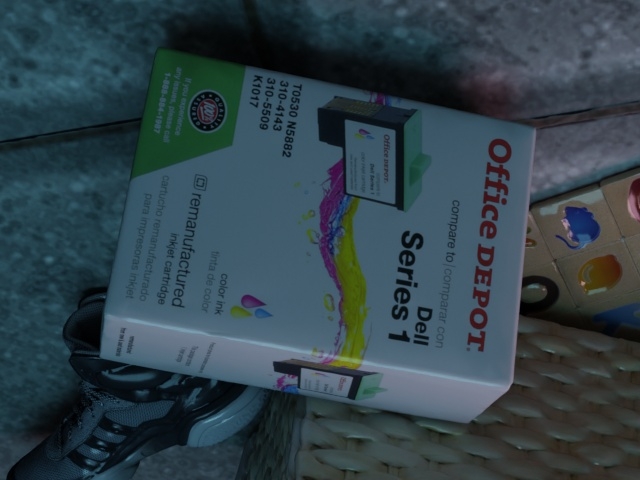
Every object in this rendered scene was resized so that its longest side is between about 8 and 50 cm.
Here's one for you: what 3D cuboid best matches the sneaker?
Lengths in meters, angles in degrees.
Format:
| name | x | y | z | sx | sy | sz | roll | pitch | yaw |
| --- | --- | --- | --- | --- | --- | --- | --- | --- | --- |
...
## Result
| name | x | y | z | sx | sy | sz | roll | pitch | yaw |
| --- | --- | --- | --- | --- | --- | --- | --- | --- | --- |
| sneaker | -0.187 | 0.131 | 1.257 | 0.269 | 0.101 | 0.153 | -28 | 123 | 17 |

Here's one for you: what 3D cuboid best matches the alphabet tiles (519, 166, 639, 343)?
| name | x | y | z | sx | sy | sz | roll | pitch | yaw |
| --- | --- | --- | --- | --- | --- | --- | --- | --- | --- |
| alphabet tiles | 0.224 | 0.072 | 1.246 | 0.343 | 0.011 | 0.285 | -19 | 127 | 18 |

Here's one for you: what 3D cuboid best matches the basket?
| name | x | y | z | sx | sy | sz | roll | pitch | yaw |
| --- | --- | --- | --- | --- | --- | --- | --- | --- | --- |
| basket | 0.103 | 0.242 | 1.174 | 0.331 | 0.328 | 0.266 | 15 | 129 | -7 |

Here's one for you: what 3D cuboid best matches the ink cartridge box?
| name | x | y | z | sx | sy | sz | roll | pitch | yaw |
| --- | --- | --- | --- | --- | --- | --- | --- | --- | --- |
| ink cartridge box | 0.000 | 0.000 | 1.051 | 0.278 | 0.201 | 0.117 | 11 | 160 | -7 |
